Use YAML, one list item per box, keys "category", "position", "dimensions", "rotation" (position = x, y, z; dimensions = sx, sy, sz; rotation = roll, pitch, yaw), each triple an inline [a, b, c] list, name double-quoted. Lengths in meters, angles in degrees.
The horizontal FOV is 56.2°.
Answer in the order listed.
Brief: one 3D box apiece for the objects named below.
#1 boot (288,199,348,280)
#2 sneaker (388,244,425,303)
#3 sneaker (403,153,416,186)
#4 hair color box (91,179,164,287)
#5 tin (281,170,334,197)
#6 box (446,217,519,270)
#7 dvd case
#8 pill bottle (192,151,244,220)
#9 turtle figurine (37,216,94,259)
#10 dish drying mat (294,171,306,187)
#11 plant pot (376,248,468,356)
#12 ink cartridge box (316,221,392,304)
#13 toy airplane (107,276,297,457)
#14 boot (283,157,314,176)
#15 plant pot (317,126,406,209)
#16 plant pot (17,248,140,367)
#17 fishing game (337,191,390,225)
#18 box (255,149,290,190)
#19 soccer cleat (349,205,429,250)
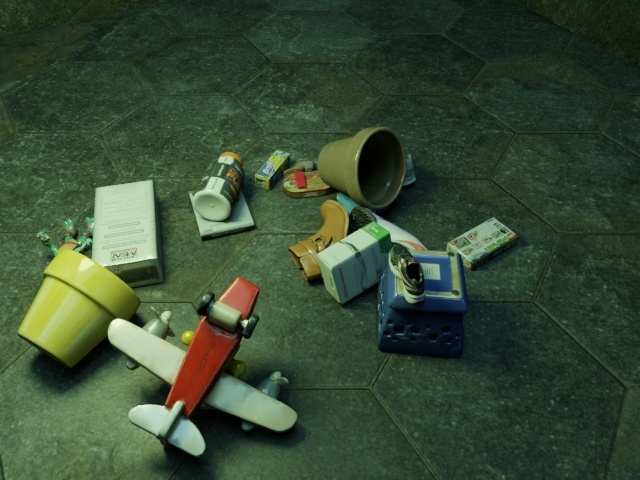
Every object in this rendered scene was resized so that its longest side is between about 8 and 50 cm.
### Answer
- category: "boot"
  position: [0.000, 0.000, 1.869]
  dimensions: [0.220, 0.109, 0.283]
  rotation: [-21, 55, -15]
- category: "sneaker"
  position: [0.225, 0.068, 1.498]
  dimensions: [0.071, 0.077, 0.178]
  rotation: [-11, 44, -13]
- category: "sneaker"
  position: [0.228, -0.312, 2.158]
  dimensions: [0.297, 0.129, 0.111]
  rotation: [34, 55, 31]
- category: "hair color box"
  position: [-0.599, -0.023, 1.870]
  dimensions: [0.185, 0.114, 0.375]
  rotation: [-9, 44, -9]
- category: "tin"
  position: [-0.040, -0.196, 2.104]
  dimensions: [0.189, 0.040, 0.106]
  rotation: [-6, 40, -6]
- category: "box"
  position: [0.512, 0.009, 1.892]
  dimensions: [0.207, 0.036, 0.114]
  rotation: [-26, 50, -24]
- category: "dvd case"
  position: [-0.335, -0.104, 2.013]
  dimensions: [0.179, 0.030, 0.239]
  rotation: [-13, 46, -13]
- category: "pill bottle"
  position: [-0.328, -0.190, 1.987]
  dimensions: [0.130, 0.130, 0.246]
  rotation: [6, 44, 6]
- category: "turtle figurine"
  position: [-0.770, 0.014, 1.831]
  dimensions: [0.175, 0.118, 0.234]
  rotation: [9, 30, -4]
- category: "dish drying mat"
  position: [-0.071, -0.211, 2.090]
  dimensions: [0.032, 0.008, 0.083]
  rotation: [-6, 44, -6]
- category: "plant pot"
  position: [0.274, 0.154, 1.617]
  dimensions: [0.235, 0.212, 0.236]
  rotation: [4, 45, 4]
- category: "ink cartridge box"
  position: [0.106, 0.064, 1.731]
  dimensions: [0.208, 0.153, 0.087]
  rotation: [-29, 39, -19]
- category: "toy airplane"
  position: [-0.282, 0.320, 1.450]
  dimensions: [0.384, 0.272, 0.386]
  rotation: [-18, 83, -4]
- category: "boot"
  position: [-0.079, -0.265, 2.177]
  dimensions: [0.118, 0.042, 0.087]
  rotation: [-4, 38, -6]
- category: "plant pot"
  position: [0.120, -0.244, 1.981]
  dimensions: [0.229, 0.263, 0.263]
  rotation: [12, 40, 45]
- category: "plant pot"
  position: [-0.647, 0.191, 1.575]
  dimensions: [0.254, 0.254, 0.239]
  rotation: [22, 64, 21]
- category: "fishing game"
  position: [0.151, -0.142, 2.048]
  dimensions: [0.189, 0.041, 0.264]
  rotation: [33, 61, 30]
- category: "box"
  position: [-0.170, -0.253, 2.150]
  dimensions: [0.059, 0.054, 0.169]
  rotation: [17, 47, 17]
- category: "soccer cleat"
  position: [0.216, -0.007, 1.877]
  dimensions: [0.116, 0.109, 0.318]
  rotation: [-10, 38, -41]
